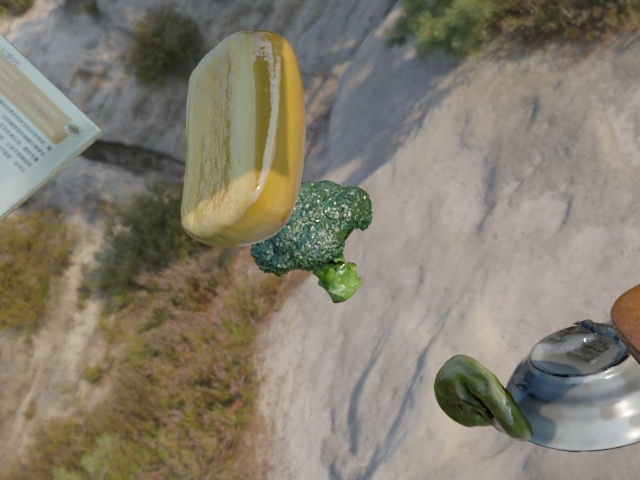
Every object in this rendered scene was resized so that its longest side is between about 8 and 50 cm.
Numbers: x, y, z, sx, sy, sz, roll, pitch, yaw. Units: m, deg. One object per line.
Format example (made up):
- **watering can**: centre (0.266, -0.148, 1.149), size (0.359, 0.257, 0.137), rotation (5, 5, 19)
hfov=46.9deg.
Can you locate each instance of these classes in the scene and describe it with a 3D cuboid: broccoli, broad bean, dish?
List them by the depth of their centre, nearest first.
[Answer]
- **broad bean**: centre (0.258, 0.250, 1.172), size (0.072, 0.153, 0.206), rotation (-41, 9, -20)
- **dish**: centre (0.445, 0.220, 1.241), size (0.316, 0.106, 0.316), rotation (-18, 16, 6)
- **broccoli**: centre (0.000, 0.000, 1.627), size (0.297, 0.297, 0.298), rotation (-32, 22, 15)

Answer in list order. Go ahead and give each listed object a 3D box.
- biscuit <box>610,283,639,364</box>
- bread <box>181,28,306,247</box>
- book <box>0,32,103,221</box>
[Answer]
- **biscuit**: centre (0.426, 0.085, 0.803), size (0.186, 0.036, 0.192), rotation (-21, 27, 5)
- **bread**: centre (-0.071, -0.098, 0.735), size (0.147, 0.098, 0.217), rotation (-15, 70, 51)
- **book**: centre (-0.445, -0.108, 0.889), size (0.295, 0.208, 0.020), rotation (-46, 1, -19)
